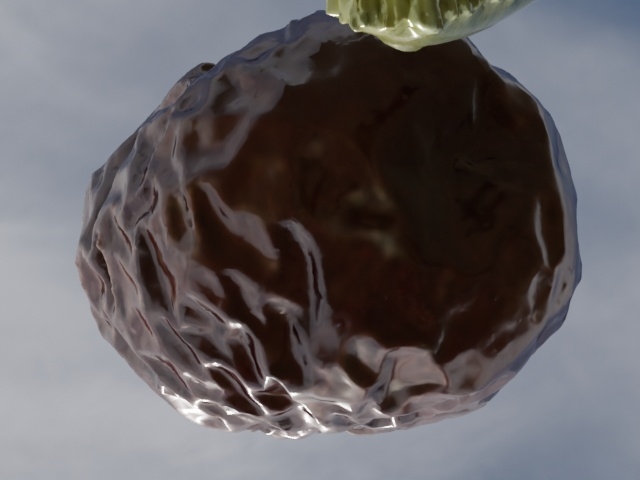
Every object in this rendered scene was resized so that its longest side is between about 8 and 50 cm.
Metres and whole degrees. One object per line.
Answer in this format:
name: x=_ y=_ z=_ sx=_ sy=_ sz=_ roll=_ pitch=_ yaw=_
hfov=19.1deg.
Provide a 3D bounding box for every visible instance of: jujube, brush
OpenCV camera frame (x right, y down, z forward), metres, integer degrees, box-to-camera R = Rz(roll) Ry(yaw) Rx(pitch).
jujube: x=0.000 y=0.000 z=0.898 sx=0.213 sy=0.232 sz=0.213 roll=9 pitch=-108 yaw=-29
brush: x=0.089 y=-0.123 z=0.666 sx=0.297 sy=0.068 sz=0.060 roll=-32 pitch=-57 yaw=-44
